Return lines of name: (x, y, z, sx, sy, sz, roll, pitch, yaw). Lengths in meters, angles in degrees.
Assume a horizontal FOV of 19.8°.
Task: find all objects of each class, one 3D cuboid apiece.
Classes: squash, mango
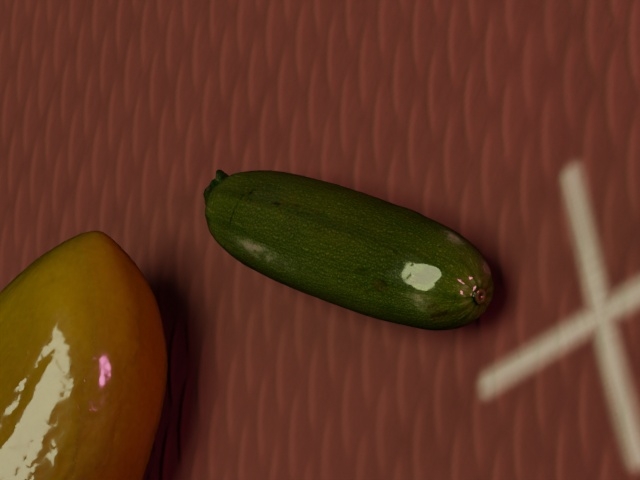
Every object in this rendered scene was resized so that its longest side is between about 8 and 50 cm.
squash: (0.000, 0.000, 1.058, 0.252, 0.066, 0.066, 18, 91, 47)
mango: (-0.208, 0.158, 1.164, 0.331, 0.142, 0.195, -46, 55, 22)
